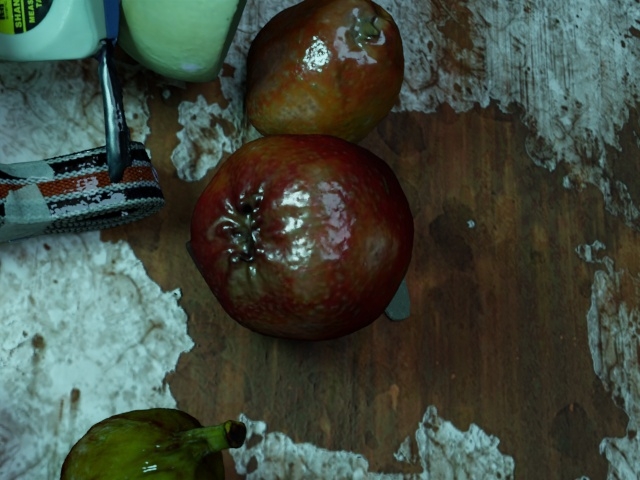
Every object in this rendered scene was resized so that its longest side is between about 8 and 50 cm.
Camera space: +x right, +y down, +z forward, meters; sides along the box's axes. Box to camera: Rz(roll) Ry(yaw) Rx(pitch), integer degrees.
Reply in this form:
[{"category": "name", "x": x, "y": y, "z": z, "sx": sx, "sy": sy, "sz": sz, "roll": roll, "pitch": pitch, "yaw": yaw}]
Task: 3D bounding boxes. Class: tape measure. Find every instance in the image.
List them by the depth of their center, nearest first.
[{"category": "tape measure", "x": -0.318, "y": -0.242, "z": 1.386, "sx": 0.098, "sy": 0.215, "sz": 0.351, "roll": -28, "pitch": 116, "yaw": -64}]

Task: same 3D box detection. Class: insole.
[{"category": "insole", "x": 0.084, "y": 0.021, "z": 1.674, "sx": 0.063, "sy": 0.010, "sz": 0.192, "roll": -5, "pitch": 73, "yaw": -34}]

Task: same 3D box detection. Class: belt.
[{"category": "belt", "x": -0.344, "y": -0.047, "z": 1.375, "sx": 0.360, "sy": 0.126, "sz": 0.094, "roll": -10, "pitch": 67, "yaw": -40}]

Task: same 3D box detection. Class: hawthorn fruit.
[{"category": "hawthorn fruit", "x": 0.000, "y": 0.000, "z": 1.494, "sx": 0.307, "sy": 0.265, "sz": 0.265, "roll": 14, "pitch": 62, "yaw": -52}, {"category": "hawthorn fruit", "x": 0.020, "y": -0.229, "z": 1.580, "sx": 0.211, "sy": 0.262, "sz": 0.210, "roll": 14, "pitch": 65, "yaw": -31}]

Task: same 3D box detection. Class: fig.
[{"category": "fig", "x": -0.146, "y": 0.253, "z": 1.287, "sx": 0.191, "sy": 0.290, "sz": 0.190, "roll": 39, "pitch": 35, "yaw": -34}]

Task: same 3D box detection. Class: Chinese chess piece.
[{"category": "Chinese chess piece", "x": -0.142, "y": -0.372, "z": 1.483, "sx": 0.146, "sy": 0.349, "sz": 0.349, "roll": 20, "pitch": 60, "yaw": -6}]
